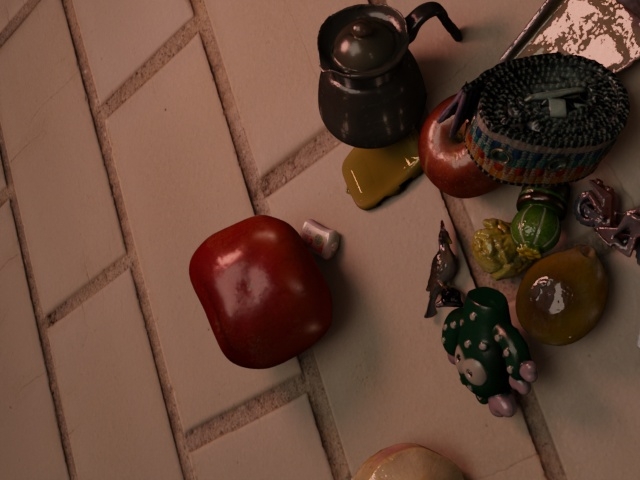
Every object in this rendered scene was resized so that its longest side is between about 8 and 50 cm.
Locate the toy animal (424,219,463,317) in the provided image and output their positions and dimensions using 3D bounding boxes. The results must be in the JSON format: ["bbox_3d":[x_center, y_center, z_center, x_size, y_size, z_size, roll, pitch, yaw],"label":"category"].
[{"bbox_3d":[0.244,0.060,1.817,0.105,0.070,0.202,3,94,60],"label":"toy animal"}]

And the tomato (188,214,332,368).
[{"bbox_3d":[-0.129,0.114,1.983,0.293,0.290,0.325,-20,85,7],"label":"tomato"}]

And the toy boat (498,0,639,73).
[{"bbox_3d":[0.489,-0.405,1.615,0.276,0.111,0.293,37,123,36],"label":"toy boat"}]

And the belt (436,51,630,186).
[{"bbox_3d":[0.375,-0.198,1.568,0.160,0.295,0.206,105,148,-61],"label":"belt"}]

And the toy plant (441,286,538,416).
[{"bbox_3d":[0.312,0.211,1.699,0.232,0.113,0.243,60,153,33],"label":"toy plant"}]

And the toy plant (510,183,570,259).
[{"bbox_3d":[0.396,-0.042,1.641,0.093,0.093,0.162,-3,58,41],"label":"toy plant"}]

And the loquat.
[{"bbox_3d":[0.431,0.096,1.602,0.152,0.152,0.195,41,119,35],"label":"loquat"}]

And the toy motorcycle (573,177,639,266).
[{"bbox_3d":[0.534,-0.038,1.559,0.212,0.084,0.118,45,124,39],"label":"toy motorcycle"}]

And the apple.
[{"bbox_3d":[0.287,-0.179,1.735,0.201,0.162,0.201,-6,78,30],"label":"apple"}]

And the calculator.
[{"bbox_3d":[0.132,-0.166,1.946,0.236,0.033,0.157,-39,65,35],"label":"calculator"}]

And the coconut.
[{"bbox_3d":[0.168,0.505,1.767,0.197,0.237,0.237,44,120,-2],"label":"coconut"}]

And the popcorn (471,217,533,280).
[{"bbox_3d":[0.345,0.019,1.712,0.106,0.121,0.116,92,174,-49],"label":"popcorn"}]

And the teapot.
[{"bbox_3d":[0.131,-0.341,1.782,0.305,0.285,0.223,-4,65,8],"label":"teapot"}]

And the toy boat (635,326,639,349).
[{"bbox_3d":[0.654,0.174,1.430,0.290,0.100,0.199,25,104,38],"label":"toy boat"}]

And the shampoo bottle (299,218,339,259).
[{"bbox_3d":[0.000,0.000,2.045,0.099,0.043,0.072,26,107,39],"label":"shampoo bottle"}]
